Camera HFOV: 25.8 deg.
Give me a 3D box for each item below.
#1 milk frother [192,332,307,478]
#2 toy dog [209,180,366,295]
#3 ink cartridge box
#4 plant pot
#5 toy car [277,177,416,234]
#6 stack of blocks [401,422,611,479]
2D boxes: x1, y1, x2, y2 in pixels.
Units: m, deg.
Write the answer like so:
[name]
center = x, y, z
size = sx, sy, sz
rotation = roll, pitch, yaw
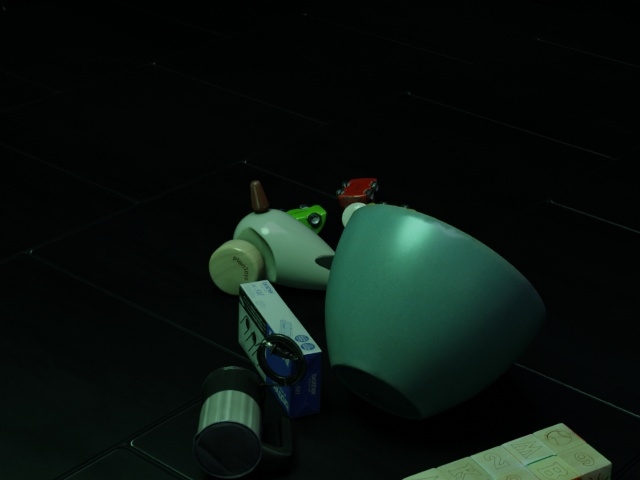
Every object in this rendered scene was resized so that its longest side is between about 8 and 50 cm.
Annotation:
[milk frother]
center = -0.086, 0.200, 1.725
size = 0.129, 0.143, 0.135
rotation = 8, 24, -5
[toy dog]
center = 0.000, 0.000, 2.109
size = 0.334, 0.161, 0.220
rotation = 2, 27, -1
[ink cartridge box]
center = -0.057, 0.143, 1.891
size = 0.046, 0.097, 0.207
rotation = -9, 29, -21
[plant pot]
center = 0.120, 0.117, 1.816
size = 0.290, 0.290, 0.195
rotation = 19, 68, 31
[toy car]
center = 0.021, -0.036, 2.291
size = 0.225, 0.053, 0.239
rotation = -12, 20, -15
[stack of blocks]
center = 0.157, 0.323, 1.469
size = 0.297, 0.171, 0.087
rotation = -14, 31, -26
